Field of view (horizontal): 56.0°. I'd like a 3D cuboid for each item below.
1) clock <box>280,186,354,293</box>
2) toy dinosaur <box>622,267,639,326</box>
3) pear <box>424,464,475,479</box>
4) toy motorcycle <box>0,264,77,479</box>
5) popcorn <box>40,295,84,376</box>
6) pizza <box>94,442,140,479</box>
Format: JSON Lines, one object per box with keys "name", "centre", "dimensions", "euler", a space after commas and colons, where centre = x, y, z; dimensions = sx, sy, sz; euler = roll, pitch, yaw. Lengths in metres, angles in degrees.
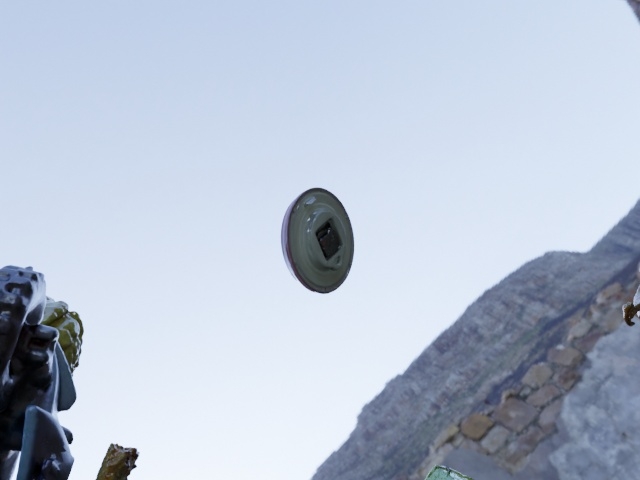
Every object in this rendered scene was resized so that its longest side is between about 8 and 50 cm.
{"name": "clock", "centre": [0.001, 0.000, 1.379], "dimensions": [0.244, 0.056, 0.245], "euler": [8, -100, -52]}
{"name": "toy dinosaur", "centre": [0.249, 0.044, 0.446], "dimensions": [0.113, 0.026, 0.041], "euler": [6, -76, -45]}
{"name": "pear", "centre": [0.244, 0.495, 0.845], "dimensions": [0.139, 0.288, 0.239], "euler": [31, -95, -35]}
{"name": "toy motorcycle", "centre": [-0.316, 0.231, 0.541], "dimensions": [0.172, 0.232, 0.417], "euler": [14, -106, -13]}
{"name": "popcorn", "centre": [-0.608, 0.222, 1.248], "dimensions": [0.256, 0.255, 0.195], "euler": [-40, -12, 31]}
{"name": "pizza", "centre": [-0.419, 0.476, 1.231], "dimensions": [0.175, 0.046, 0.134], "euler": [-62, -12, -56]}
